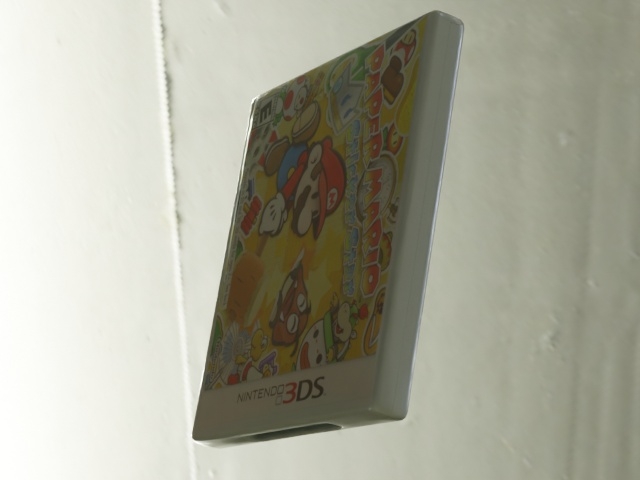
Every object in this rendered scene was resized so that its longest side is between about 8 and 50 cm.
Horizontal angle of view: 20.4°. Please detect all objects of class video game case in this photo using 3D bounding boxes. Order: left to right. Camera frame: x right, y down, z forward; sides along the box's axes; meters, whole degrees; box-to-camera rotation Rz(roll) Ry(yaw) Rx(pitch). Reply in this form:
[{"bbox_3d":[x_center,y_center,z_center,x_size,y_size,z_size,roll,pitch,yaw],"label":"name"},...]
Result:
[{"bbox_3d":[0.000,0.000,1.020,0.026,0.206,0.227,19,-109,-27],"label":"video game case"}]
